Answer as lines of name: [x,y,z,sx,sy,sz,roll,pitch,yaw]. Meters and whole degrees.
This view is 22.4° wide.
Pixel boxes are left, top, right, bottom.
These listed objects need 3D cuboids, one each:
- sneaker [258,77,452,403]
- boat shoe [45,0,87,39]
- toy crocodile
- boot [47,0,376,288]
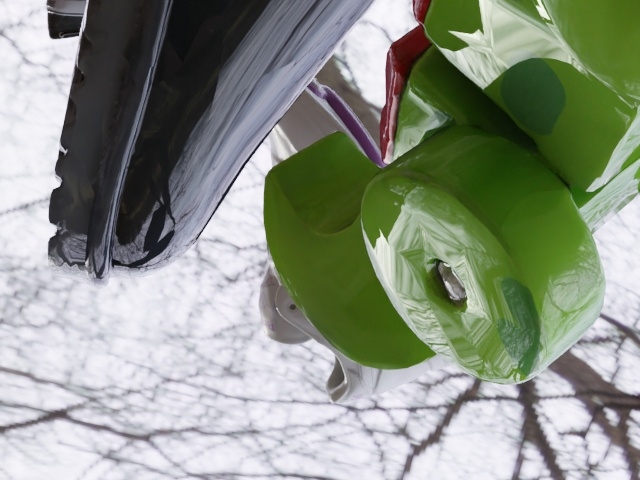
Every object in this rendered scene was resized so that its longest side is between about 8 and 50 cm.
sneaker: [0.000,0.000,1.291,0.152,0.114,0.305,-28,-72,0]
boat shoe: [-0.180,-0.199,1.470,0.049,0.142,0.040,-140,-125,-64]
toy crocodile: [0.069,-0.063,0.374,0.115,0.340,0.105,-37,-104,-27]
boot: [0.129,-0.103,0.713,0.445,0.146,0.367,14,-72,-9]
